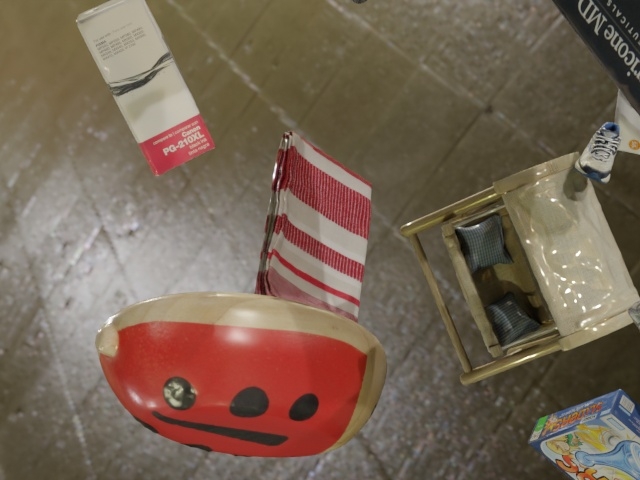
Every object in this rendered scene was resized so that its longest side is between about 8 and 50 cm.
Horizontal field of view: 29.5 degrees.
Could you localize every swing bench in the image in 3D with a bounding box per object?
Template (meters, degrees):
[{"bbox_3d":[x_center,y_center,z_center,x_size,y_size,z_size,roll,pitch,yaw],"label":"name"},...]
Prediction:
[{"bbox_3d":[0.294,0.041,1.754,0.254,0.165,0.253,-26,84,38],"label":"swing bench"}]

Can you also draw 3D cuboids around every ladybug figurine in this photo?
[{"bbox_3d":[-0.106,0.199,1.699,0.305,0.449,0.162,-43,42,46],"label":"ladybug figurine"}]

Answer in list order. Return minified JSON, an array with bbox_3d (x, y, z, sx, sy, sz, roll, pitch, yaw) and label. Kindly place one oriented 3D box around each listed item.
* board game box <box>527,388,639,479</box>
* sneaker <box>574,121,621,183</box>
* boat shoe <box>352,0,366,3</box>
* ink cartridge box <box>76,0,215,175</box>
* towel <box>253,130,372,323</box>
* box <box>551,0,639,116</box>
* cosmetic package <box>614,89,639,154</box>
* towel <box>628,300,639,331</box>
[{"bbox_3d":[0.334,0.244,1.264,0.136,0.201,0.035,-37,16,54],"label":"board game box"},{"bbox_3d":[0.392,-0.128,1.698,0.135,0.052,0.058,-58,-12,-56],"label":"sneaker"},{"bbox_3d":[0.047,-0.385,1.549,0.075,0.065,0.206,-5,51,11],"label":"boat shoe"},{"bbox_3d":[-0.249,-0.229,1.729,0.100,0.237,0.172,-26,16,-3],"label":"ink cartridge box"},{"bbox_3d":[0.000,0.000,2.072,0.037,0.237,0.329,-16,55,39],"label":"towel"},{"bbox_3d":[0.443,-0.424,1.225,0.480,0.297,0.472,63,141,34],"label":"box"},{"bbox_3d":[0.489,-0.239,1.767,0.098,0.239,0.060,15,36,24],"label":"cosmetic package"},{"bbox_3d":[0.479,0.119,1.191,0.235,0.284,0.121,-27,-15,-23],"label":"towel"}]
